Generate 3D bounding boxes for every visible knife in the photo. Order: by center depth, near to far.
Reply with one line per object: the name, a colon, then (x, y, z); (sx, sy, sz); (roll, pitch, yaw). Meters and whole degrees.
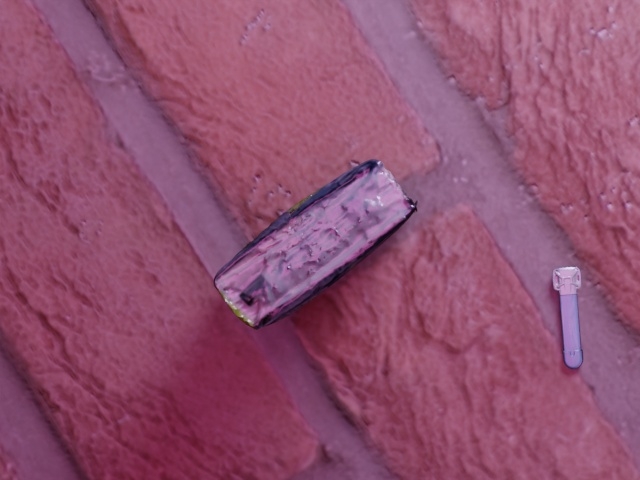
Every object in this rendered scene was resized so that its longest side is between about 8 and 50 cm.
knife: (0.230, 0.071, 1.627); (0.027, 0.010, 0.096); (-5, 94, 2)

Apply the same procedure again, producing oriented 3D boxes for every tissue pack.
tissue pack: (0.000, 0.000, 1.520); (0.173, 0.235, 0.073); (-37, 90, 4)
